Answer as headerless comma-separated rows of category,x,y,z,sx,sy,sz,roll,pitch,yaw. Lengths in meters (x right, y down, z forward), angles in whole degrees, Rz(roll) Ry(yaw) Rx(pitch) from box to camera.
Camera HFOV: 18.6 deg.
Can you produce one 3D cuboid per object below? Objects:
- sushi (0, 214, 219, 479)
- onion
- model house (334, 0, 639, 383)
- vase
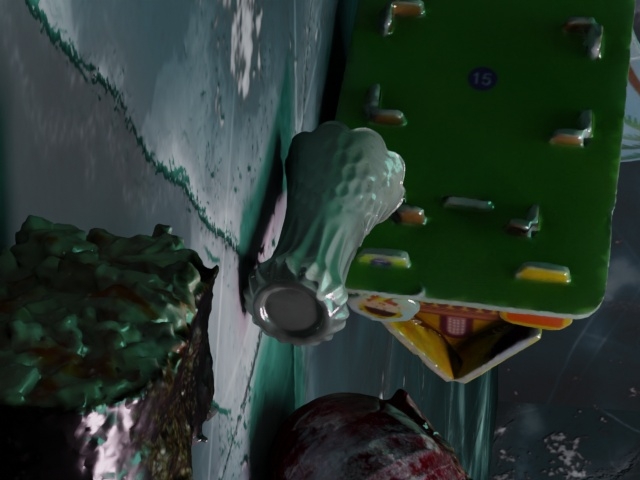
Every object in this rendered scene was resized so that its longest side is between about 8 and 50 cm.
sushi,-0.080,0.045,0.627,0.150,0.091,0.078,-68,163,-68
onion,0.012,0.150,1.257,0.098,0.151,0.206,61,-7,8
model house,0.179,-0.010,1.489,0.323,0.340,0.300,86,12,-61
vase,0.000,0.000,1.175,0.148,0.081,0.081,-70,162,-52
